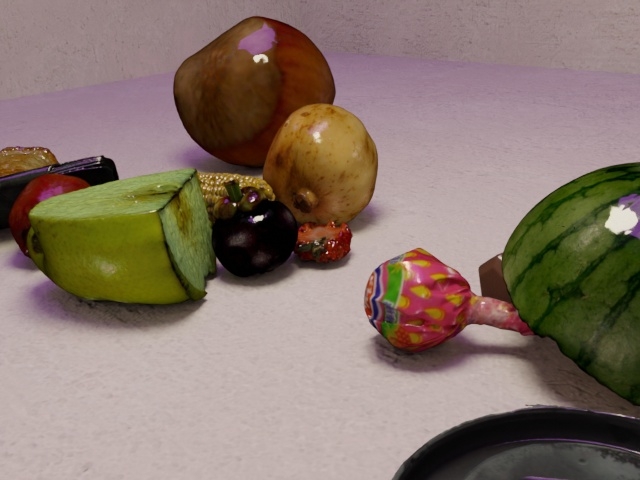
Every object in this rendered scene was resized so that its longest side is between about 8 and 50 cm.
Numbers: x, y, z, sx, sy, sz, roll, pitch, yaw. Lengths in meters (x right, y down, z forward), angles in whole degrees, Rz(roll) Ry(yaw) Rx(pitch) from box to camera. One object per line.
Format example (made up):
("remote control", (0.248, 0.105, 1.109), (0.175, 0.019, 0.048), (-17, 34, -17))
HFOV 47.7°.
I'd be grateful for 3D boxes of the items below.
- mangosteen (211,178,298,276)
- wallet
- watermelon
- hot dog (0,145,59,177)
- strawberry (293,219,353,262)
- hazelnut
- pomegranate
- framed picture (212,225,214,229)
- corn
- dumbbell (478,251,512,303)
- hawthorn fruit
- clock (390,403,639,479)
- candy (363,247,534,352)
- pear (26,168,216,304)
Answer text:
("mangosteen", (-0.106, -0.023, 1.091), (0.137, 0.151, 0.137), (-21, 17, 7))
("wallet", (-0.523, -0.075, 1.310), (0.318, 0.045, 0.172), (-13, -20, -13))
("watermelon", (0.369, 0.019, 0.770), (0.330, 0.189, 0.331), (5, 29, -3))
("hot dog", (-0.618, -0.107, 1.462), (0.175, 0.114, 0.259), (-2, 23, -9))
("strawberry", (0.001, 0.003, 1.159), (0.103, 0.048, 0.152), (-9, 12, 3))
("hazelnut", (-0.148, -0.324, 1.659), (0.365, 0.366, 0.366), (-3, 21, 1))
("pomegranate", (-0.006, -0.123, 1.267), (0.215, 0.215, 0.215), (-3, 21, 1))
("framed picture", (-0.244, -0.033, 1.324), (0.335, 0.022, 0.247), (-10, 22, -14))
("corn", (-0.210, -0.069, 1.261), (0.291, 0.101, 0.101), (3, 22, 29))
("dumbbell", (0.316, 0.036, 0.956), (0.230, 0.092, 0.082), (-16, 15, -27))
("hawthorn fruit", (-0.446, -0.032, 1.202), (0.148, 0.148, 0.172), (2, 29, 14))
("clock", (0.194, 0.230, 0.518), (0.312, 0.061, 0.312), (-3, 21, 1))
("candy", (0.231, 0.095, 0.839), (0.365, 0.124, 0.124), (12, 24, 8))
("pear", (-0.295, 0.007, 1.052), (0.292, 0.159, 0.292), (-5, 18, 1))
